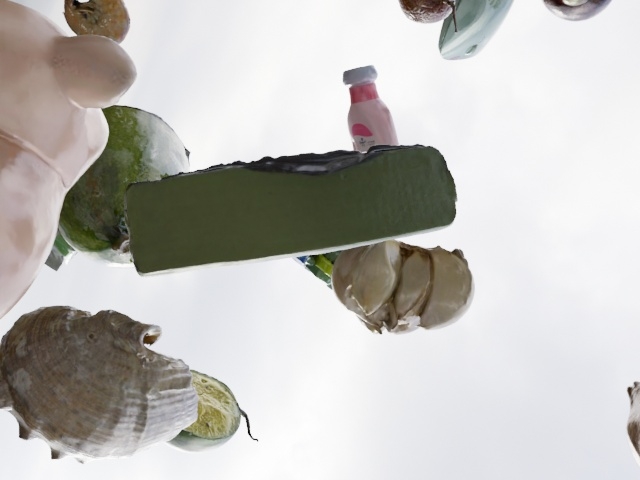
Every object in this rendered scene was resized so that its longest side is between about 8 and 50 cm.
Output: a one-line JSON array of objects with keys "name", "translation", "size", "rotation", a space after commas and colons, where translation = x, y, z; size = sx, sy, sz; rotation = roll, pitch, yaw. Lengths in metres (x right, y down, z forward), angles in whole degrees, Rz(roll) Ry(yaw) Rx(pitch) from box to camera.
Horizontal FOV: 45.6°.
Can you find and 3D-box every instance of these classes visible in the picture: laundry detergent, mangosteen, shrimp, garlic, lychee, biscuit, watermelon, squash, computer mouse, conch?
[{"name": "laundry detergent", "translation": [0.120, -0.226, 1.724], "size": [0.159, 0.088, 0.335], "rotation": [3, -72, 59]}, {"name": "mangosteen", "translation": [0.541, -0.559, 1.597], "size": [0.200, 0.200, 0.200], "rotation": [-47, -149, 39]}, {"name": "shrimp", "translation": [-0.587, -0.615, 1.899], "size": [0.152, 0.287, 0.063], "rotation": [-30, -168, -7]}, {"name": "garlic", "translation": [0.156, 0.107, 1.551], "size": [0.184, 0.281, 0.203], "rotation": [111, -5, -65]}, {"name": "lychee", "translation": [0.198, -0.435, 1.354], "size": [0.101, 0.114, 0.140], "rotation": [-44, -152, -25]}, {"name": "biscuit", "translation": [-0.023, -0.033, 0.733], "size": [0.038, 0.322, 0.099], "rotation": [144, -64, -75]}, {"name": "watermelon", "translation": [-0.277, 0.375, 1.618], "size": [0.127, 0.232, 0.204], "rotation": [-57, -138, 19]}, {"name": "squash", "translation": [-0.408, -0.081, 1.464], "size": [0.310, 0.310, 0.309], "rotation": [-59, -165, 17]}, {"name": "computer mouse", "translation": [0.372, -0.526, 1.724], "size": [0.097, 0.159, 0.288], "rotation": [51, -40, 36]}, {"name": "conch", "translation": [-0.341, 0.231, 1.137], "size": [0.352, 0.297, 0.210], "rotation": [-11, -141, 54]}]

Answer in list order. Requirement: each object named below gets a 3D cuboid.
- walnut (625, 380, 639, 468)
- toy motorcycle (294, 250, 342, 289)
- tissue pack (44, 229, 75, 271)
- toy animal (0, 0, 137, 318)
[{"name": "walnut", "translation": [0.561, 0.302, 1.070], "size": [0.209, 0.209, 0.336], "rotation": [-62, -146, 12]}, {"name": "toy motorcycle", "translation": [0.000, 0.000, 1.779], "size": [0.191, 0.200, 0.326], "rotation": [-59, 179, 15]}, {"name": "tissue pack", "translation": [-0.679, -0.044, 1.837], "size": [0.145, 0.229, 0.159], "rotation": [-54, -168, -27]}, {"name": "toy animal", "translation": [-0.311, -0.069, 0.672], "size": [0.326, 0.237, 0.269], "rotation": [-97, -152, -55]}]
